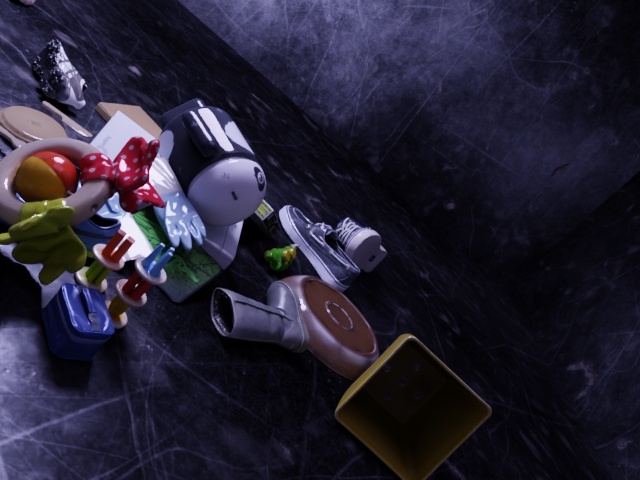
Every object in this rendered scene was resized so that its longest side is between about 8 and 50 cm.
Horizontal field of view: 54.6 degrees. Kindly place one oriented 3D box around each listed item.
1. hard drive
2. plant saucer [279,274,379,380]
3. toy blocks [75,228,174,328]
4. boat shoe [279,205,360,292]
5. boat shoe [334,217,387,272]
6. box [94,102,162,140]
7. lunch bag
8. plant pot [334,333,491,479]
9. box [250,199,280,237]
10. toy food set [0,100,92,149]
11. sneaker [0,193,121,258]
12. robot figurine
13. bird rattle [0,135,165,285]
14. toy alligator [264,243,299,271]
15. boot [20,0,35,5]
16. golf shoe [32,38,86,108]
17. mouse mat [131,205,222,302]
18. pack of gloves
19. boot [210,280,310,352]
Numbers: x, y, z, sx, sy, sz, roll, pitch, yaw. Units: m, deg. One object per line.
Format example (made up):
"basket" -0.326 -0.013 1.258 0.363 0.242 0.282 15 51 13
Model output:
"hard drive" -0.318 -0.110 1.305 0.353 0.047 0.233 37 25 -20
"plant saucer" 0.031 0.186 1.429 0.311 0.050 0.310 40 17 -15
"toy blocks" -0.283 0.037 0.912 0.123 0.148 0.054 52 19 21
"boat shoe" 0.000 0.000 1.686 0.108 0.102 0.301 15 34 -56
"boat shoe" 0.093 -0.002 1.834 0.158 0.127 0.340 44 -1 17
"box" -0.415 -0.247 1.471 0.201 0.021 0.164 46 18 7
"lunch bag" -0.319 0.102 0.823 0.067 0.065 0.098 21 30 -52
"plant pot" 0.173 0.310 1.233 0.212 0.212 0.187 43 5 -2
"box" -0.154 -0.076 1.496 0.114 0.036 0.207 46 -7 9
"toy food set" -0.517 -0.193 1.119 0.132 0.038 0.192 37 23 1
"sneaker" -0.406 -0.046 0.945 0.209 0.082 0.069 28 25 -37
"robot figurine" -0.222 -0.161 1.267 0.209 0.173 0.278 4 47 -51
"bird rattle" -0.354 -0.080 0.863 0.207 0.253 0.143 30 -26 15
"toy alligator" -0.087 0.043 1.497 0.190 0.056 0.051 -19 106 -72
"boot" -0.770 -0.632 1.545 0.118 0.042 0.087 42 12 -11
"golf shoe" -0.558 -0.353 1.338 0.094 0.077 0.198 39 22 -52
"mouse mat" -0.281 0.018 1.130 0.190 0.007 0.152 44 33 3
"pack of gloves" -0.331 -0.050 1.128 0.195 0.046 0.232 -13 56 -37
"boot" -0.126 0.130 1.197 0.209 0.076 0.189 19 28 -40
